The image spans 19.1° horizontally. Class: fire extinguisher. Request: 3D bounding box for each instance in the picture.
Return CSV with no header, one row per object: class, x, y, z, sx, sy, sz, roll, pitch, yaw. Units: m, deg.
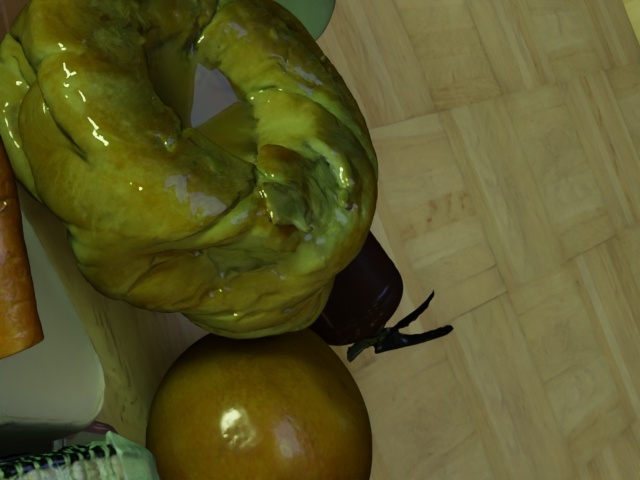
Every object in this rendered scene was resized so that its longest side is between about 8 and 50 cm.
fire extinguisher,0.000,0.000,1.926,0.337,0.135,0.114,55,11,-27

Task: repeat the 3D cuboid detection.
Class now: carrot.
carrot,-0.232,-0.015,1.237,0.087,0.087,0.193,-12,81,-63

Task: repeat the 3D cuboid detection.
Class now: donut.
donut,-0.108,-0.081,1.598,0.360,0.170,0.360,27,40,-25

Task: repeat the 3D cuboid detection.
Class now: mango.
mango,-0.047,0.166,1.684,0.211,0.173,0.317,51,17,-9

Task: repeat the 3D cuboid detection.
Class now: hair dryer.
hair dryer,-0.198,0.216,1.510,0.106,0.054,0.154,20,64,-62

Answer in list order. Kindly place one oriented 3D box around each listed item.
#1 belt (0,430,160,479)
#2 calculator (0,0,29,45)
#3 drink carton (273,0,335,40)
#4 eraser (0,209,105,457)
belt,-0.211,0.222,1.290,0.257,0.207,0.150,-7,77,-45
calculator,-0.259,-0.177,1.671,0.329,0.048,0.220,7,66,-58
drink carton,-0.084,-0.281,1.931,0.189,0.191,0.185,60,25,-30
eraser,-0.320,0.043,1.288,0.331,0.150,0.331,46,33,-41
